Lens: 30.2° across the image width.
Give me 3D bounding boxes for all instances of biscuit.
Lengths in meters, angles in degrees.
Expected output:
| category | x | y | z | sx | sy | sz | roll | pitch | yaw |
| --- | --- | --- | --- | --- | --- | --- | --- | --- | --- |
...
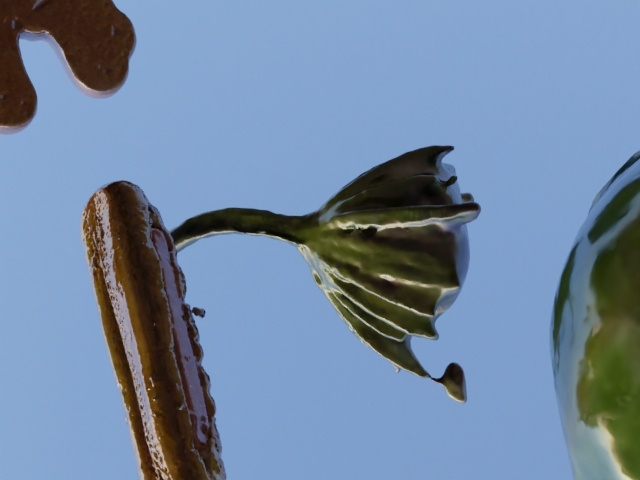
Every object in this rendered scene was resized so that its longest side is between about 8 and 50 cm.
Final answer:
| category | x | y | z | sx | sy | sz | roll | pitch | yaw |
| --- | --- | --- | --- | --- | --- | --- | --- | --- | --- |
| biscuit | -0.276 | -0.238 | 0.975 | 0.186 | 0.044 | 0.295 | -25 | -83 | -29 |

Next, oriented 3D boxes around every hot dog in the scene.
| category | x | y | z | sx | sy | sz | roll | pitch | yaw |
| --- | --- | --- | --- | --- | --- | --- | --- | --- | --- |
| hot dog | -0.128 | 0.086 | 0.902 | 0.087 | 0.061 | 0.286 | -29 | -117 | 33 |

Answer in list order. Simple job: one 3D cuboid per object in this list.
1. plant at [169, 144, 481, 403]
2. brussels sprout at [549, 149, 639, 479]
| category | x | y | z | sx | sy | sz | roll | pitch | yaw |
| --- | --- | --- | --- | --- | --- | --- | --- | --- | --- |
| plant | -0.002 | 0.012 | 1.136 | 0.333 | 0.180 | 0.251 | 9 | -69 | -14 |
| brussels sprout | 0.338 | 0.083 | 0.841 | 0.361 | 0.342 | 0.425 | 34 | -103 | -1 |
